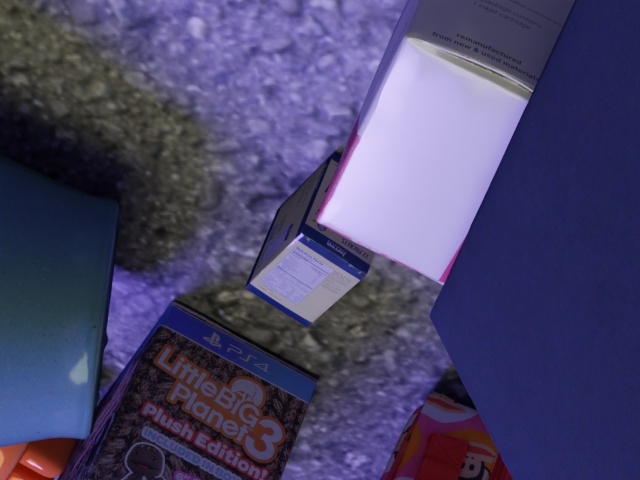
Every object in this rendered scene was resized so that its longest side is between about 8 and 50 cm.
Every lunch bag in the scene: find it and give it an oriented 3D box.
[{"bbox_3d":[0.068,0.265,1.271,0.120,0.293,0.258,20,139,8],"label":"lunch bag"}]

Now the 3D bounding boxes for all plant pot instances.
[{"bbox_3d":[-0.282,0.041,1.220,0.255,0.272,0.272,6,139,-6],"label":"plant pot"}]

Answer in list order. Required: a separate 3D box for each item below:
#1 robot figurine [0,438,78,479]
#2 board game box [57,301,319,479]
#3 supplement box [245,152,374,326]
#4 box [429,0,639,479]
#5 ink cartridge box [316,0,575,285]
[{"bbox_3d":[-0.313,0.134,1.412,0.219,0.128,0.158,29,178,-9],"label":"robot figurine"},{"bbox_3d":[-0.148,0.240,1.331,0.141,0.291,0.232,30,137,-8],"label":"board game box"},{"bbox_3d":[0.000,0.000,1.172,0.056,0.083,0.083,32,138,-13],"label":"supplement box"},{"bbox_3d":[0.299,-0.003,0.808,0.395,0.212,0.293,-11,145,-25],"label":"box"},{"bbox_3d":[0.088,-0.110,0.917,0.092,0.218,0.159,26,138,-1],"label":"ink cartridge box"}]
